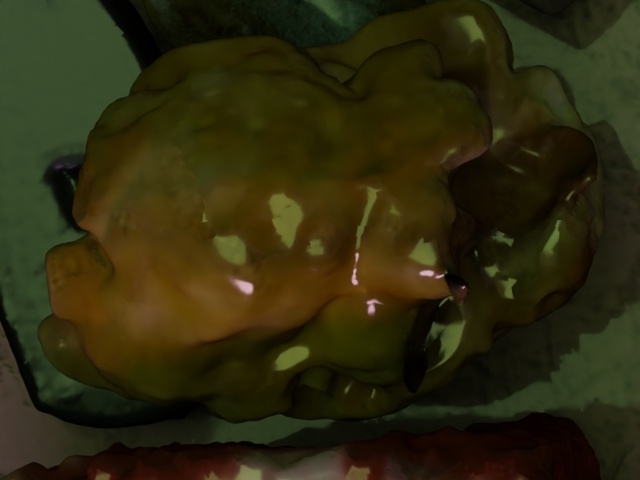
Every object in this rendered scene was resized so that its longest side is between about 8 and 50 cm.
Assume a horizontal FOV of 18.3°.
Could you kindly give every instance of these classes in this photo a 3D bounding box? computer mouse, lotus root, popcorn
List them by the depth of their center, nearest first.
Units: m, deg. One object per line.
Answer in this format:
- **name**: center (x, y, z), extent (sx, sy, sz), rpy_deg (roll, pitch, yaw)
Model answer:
- **popcorn**: center (0.003, -0.003, 0.904), extent (0.254, 0.190, 0.191), rpy_deg (-3, 47, 8)
- **lotus root**: center (-0.008, -0.111, 1.003), extent (0.192, 0.088, 0.113), rpy_deg (39, 110, 8)
- **computer mouse**: center (-0.124, -0.033, 1.030), extent (0.138, 0.086, 0.269), rpy_deg (-24, 91, 6)

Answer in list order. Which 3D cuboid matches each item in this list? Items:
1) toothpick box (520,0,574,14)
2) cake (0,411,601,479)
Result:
- **toothpick box**: center (0.066, -0.199, 0.977), extent (0.181, 0.111, 0.111), rpy_deg (32, 95, 16)
- **cake**: center (-0.025, 0.219, 0.893), extent (0.320, 0.270, 0.269), rpy_deg (-5, 84, 14)
